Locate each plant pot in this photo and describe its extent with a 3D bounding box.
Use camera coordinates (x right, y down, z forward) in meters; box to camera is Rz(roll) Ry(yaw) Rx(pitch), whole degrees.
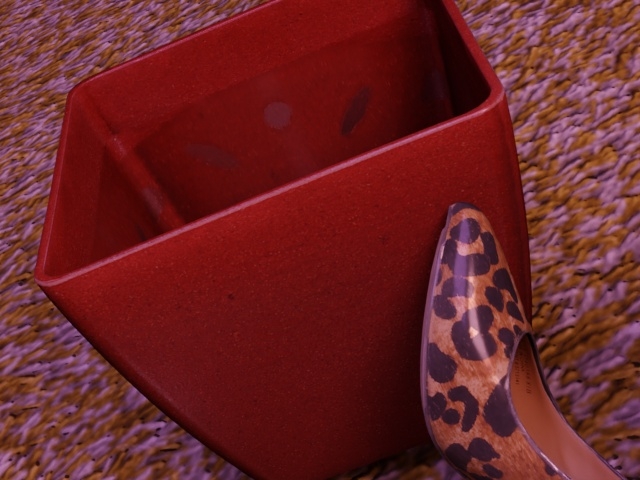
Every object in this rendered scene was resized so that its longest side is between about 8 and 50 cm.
[{"bbox_3d":[0.000,0.000,0.799,0.267,0.236,0.267,-21,31,6],"label":"plant pot"}]

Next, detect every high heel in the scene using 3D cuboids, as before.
[{"bbox_3d":[0.152,0.101,0.618,0.186,0.261,0.093,-7,5,28],"label":"high heel"}]
